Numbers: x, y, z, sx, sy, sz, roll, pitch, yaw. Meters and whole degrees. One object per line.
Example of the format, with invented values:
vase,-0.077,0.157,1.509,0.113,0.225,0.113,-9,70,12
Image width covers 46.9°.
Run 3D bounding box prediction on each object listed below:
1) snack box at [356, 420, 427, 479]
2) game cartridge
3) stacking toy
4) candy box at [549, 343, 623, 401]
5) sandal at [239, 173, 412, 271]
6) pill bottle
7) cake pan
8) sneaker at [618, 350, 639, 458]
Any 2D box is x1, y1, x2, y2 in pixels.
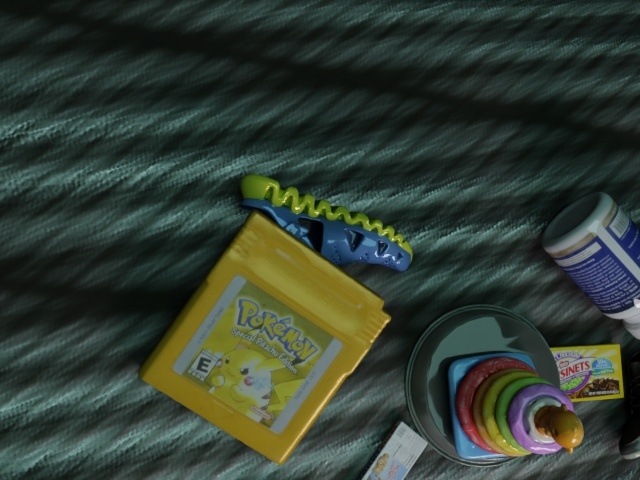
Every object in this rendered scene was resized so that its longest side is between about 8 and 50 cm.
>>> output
snack box,0.110,0.404,1.279,0.064,0.022,0.178,41,75,-9
game cartridge,-0.084,0.159,1.183,0.285,0.052,0.323,35,96,-10
stacking toy,0.323,0.268,1.139,0.166,0.302,0.175,-4,85,-10
candy box,0.478,0.252,1.400,0.206,0.027,0.105,-1,82,-16
sandal,0.000,0.000,1.248,0.318,0.126,0.138,18,85,-6
pill bottle,0.553,0.050,1.378,0.264,0.153,0.153,46,74,-7
cake pan,0.299,0.260,1.317,0.293,0.054,0.293,1,85,-10
sneaker,0.613,0.305,1.415,0.118,0.083,0.222,47,66,0
